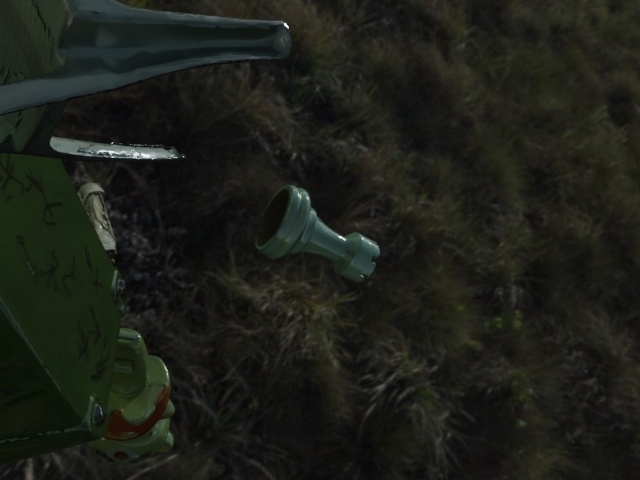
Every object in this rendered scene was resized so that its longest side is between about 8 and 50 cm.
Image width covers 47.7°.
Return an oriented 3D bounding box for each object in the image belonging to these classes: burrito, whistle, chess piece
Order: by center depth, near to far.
[{"bbox_3d":[0.000,0.000,0.647,0.103,0.067,0.067,27,49,-23],"label":"chess piece"},{"bbox_3d":[-0.257,0.212,0.957,0.131,0.288,0.106,9,47,-5],"label":"whistle"},{"bbox_3d":[-0.307,-0.023,0.980,0.041,0.045,0.185,7,27,-29],"label":"burrito"}]

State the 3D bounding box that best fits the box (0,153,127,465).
[{"bbox_3d":[-0.299,0.037,0.639,0.178,0.328,0.252,-10,44,0],"label":"box"}]

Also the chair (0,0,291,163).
[{"bbox_3d":[-0.197,-0.108,0.424,0.275,0.190,0.203,-20,67,-50],"label":"chair"}]
